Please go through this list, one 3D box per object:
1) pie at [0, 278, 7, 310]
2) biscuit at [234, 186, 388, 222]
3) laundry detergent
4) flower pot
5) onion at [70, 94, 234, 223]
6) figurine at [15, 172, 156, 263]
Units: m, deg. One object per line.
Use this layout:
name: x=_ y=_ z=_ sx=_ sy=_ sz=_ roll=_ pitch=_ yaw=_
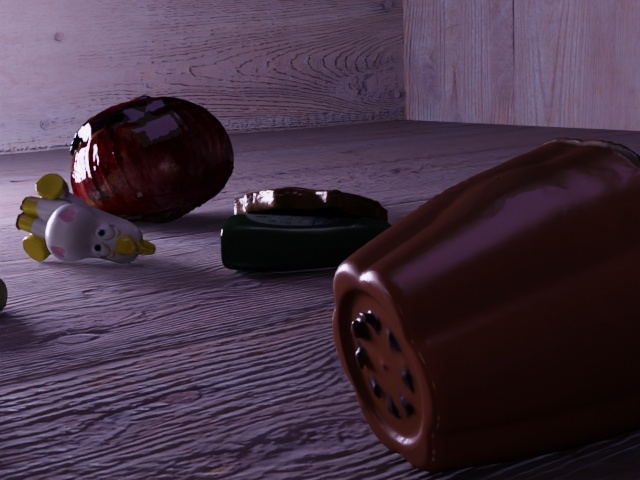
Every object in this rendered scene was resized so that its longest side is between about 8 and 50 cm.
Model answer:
pie: x=-0.392 y=0.058 z=1.026 sx=0.187 sy=0.041 sz=0.187 roll=-1 pitch=11 yaw=0
biscuit: x=-0.007 y=-0.038 z=1.290 sx=0.182 sy=0.034 sz=0.215 roll=6 pitch=-9 yaw=-13
laundry detergent: x=0.000 y=0.000 z=1.219 sx=0.211 sy=0.063 sz=0.137 roll=-1 pitch=4 yaw=5
flower pot: x=0.109 y=0.050 z=0.648 sx=0.173 sy=0.190 sz=0.190 roll=-21 pitch=17 yaw=-21
onion: x=-0.249 y=-0.117 z=1.571 sx=0.246 sy=0.190 sz=0.246 roll=-12 pitch=-5 yaw=-1
figurine: x=-0.278 y=-0.013 z=1.291 sx=0.129 sy=0.109 sz=0.178 roll=19 pitch=-3 yaw=-43
